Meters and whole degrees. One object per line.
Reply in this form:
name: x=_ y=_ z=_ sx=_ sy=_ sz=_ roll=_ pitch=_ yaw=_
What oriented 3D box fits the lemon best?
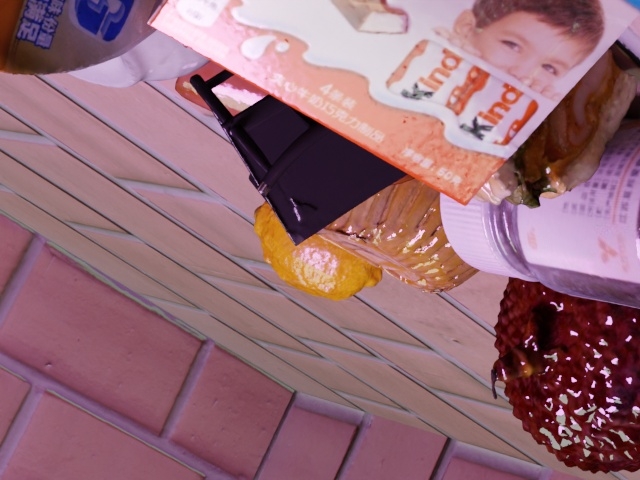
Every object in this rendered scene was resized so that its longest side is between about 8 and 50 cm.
lemon: x=0.000 y=0.000 z=2.081 sx=0.187 sy=0.142 sz=0.142 roll=27 pitch=168 yaw=7

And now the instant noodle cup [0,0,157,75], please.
instant noodle cup: x=-0.243 y=-0.274 z=1.160 sx=0.296 sy=0.296 sz=0.214 roll=35 pitch=172 yaw=-37

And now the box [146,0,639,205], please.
box: x=0.063 y=-0.178 z=1.091 sx=0.273 sy=0.048 sz=0.265 roll=29 pitch=127 yaw=-14

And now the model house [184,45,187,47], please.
model house: x=-0.015 y=-0.184 z=1.258 sx=0.203 sy=0.164 sz=0.141 roll=9 pitch=147 yaw=23

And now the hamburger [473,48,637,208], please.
hamburger: x=0.139 y=-0.111 z=1.355 sx=0.135 sy=0.155 sz=0.207 roll=37 pitch=172 yaw=-27

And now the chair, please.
chair: x=0.003 y=-0.091 z=1.384 sx=0.141 sy=0.154 sz=0.260 roll=58 pitch=177 yaw=-29

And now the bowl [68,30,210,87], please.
bowl: x=-0.201 y=-0.247 z=1.438 sx=0.307 sy=0.163 sz=0.307 roll=25 pitch=165 yaw=7

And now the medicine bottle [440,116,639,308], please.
medicine bottle: x=0.248 y=-0.029 z=1.419 sx=0.165 sy=0.165 sz=0.273 roll=35 pitch=165 yaw=-38

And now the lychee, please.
lychee: x=0.290 y=0.099 z=1.595 sx=0.300 sy=0.264 sz=0.264 roll=-12 pitch=-169 yaw=-34

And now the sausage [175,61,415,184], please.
sausage: x=-0.006 y=-0.138 z=1.590 sx=0.259 sy=0.114 sz=0.113 roll=24 pitch=168 yaw=4

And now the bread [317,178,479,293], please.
bread: x=0.096 y=-0.034 z=1.755 sx=0.240 sy=0.139 sz=0.240 roll=22 pitch=170 yaw=4
